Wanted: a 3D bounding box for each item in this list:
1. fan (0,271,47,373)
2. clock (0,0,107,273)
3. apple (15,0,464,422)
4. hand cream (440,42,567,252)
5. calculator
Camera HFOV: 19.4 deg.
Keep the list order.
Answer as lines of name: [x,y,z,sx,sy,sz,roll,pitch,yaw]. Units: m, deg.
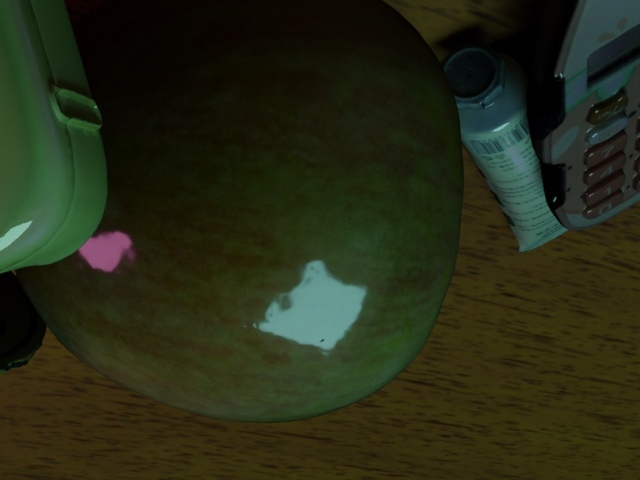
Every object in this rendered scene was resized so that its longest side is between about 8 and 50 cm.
fan: [-0.245,0.038,0.994,0.229,0.335,0.011,10,114,-32]
clock: [-0.270,-0.067,0.896,0.308,0.235,0.096,-17,175,11]
apple: [-0.048,-0.028,1.038,0.234,0.257,0.257,10,143,-13]
hand cream: [0.143,-0.059,1.287,0.095,0.059,0.276,-31,152,8]
calculator: [0.224,-0.117,1.194,0.220,0.048,0.330,-33,152,-10]
